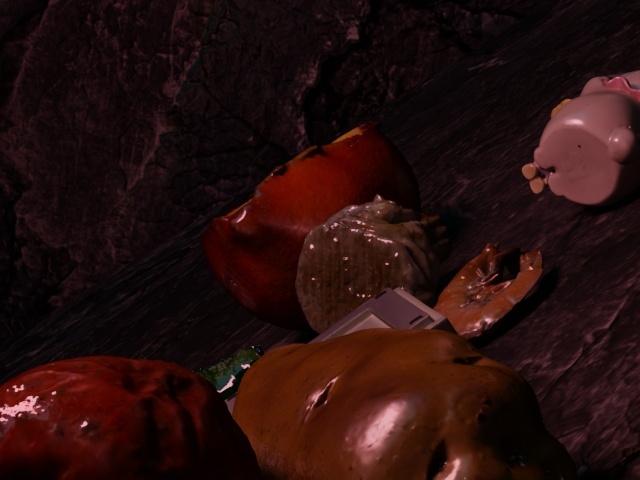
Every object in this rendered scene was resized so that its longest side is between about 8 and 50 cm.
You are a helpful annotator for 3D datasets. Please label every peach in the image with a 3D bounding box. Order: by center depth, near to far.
[{"bbox_3d":[0.000,0.000,2.208,0.258,0.201,0.362,-32,-1,22],"label":"peach"}]

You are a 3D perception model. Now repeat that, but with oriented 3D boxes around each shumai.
[{"bbox_3d":[0.070,0.039,2.070,0.184,0.184,0.142,-27,-11,36],"label":"shumai"}]

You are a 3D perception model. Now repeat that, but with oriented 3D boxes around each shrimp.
[{"bbox_3d":[0.186,0.055,1.873,0.132,0.051,0.187,-13,29,33],"label":"shrimp"}]

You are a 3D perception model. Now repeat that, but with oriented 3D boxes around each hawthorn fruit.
[{"bbox_3d":[-0.165,0.200,1.318,0.258,0.262,0.258,-8,57,12],"label":"hawthorn fruit"}]

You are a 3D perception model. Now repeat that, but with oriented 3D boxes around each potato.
[{"bbox_3d":[0.041,0.162,1.388,0.176,0.195,0.369,-1,7,-32],"label":"potato"}]

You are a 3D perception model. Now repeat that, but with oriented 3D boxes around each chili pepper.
[{"bbox_3d":[-0.157,0.203,2.168,0.224,0.061,0.098,-33,39,-10],"label":"chili pepper"}]

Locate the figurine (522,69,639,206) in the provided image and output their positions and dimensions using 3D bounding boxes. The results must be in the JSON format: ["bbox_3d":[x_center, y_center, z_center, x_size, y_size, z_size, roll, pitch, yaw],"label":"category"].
[{"bbox_3d":[0.348,-0.134,2.015,0.235,0.127,0.155,-37,0,-41],"label":"figurine"}]

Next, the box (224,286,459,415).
[{"bbox_3d":[0.030,0.158,1.673,0.225,0.117,0.225,-35,10,-4],"label":"box"}]
